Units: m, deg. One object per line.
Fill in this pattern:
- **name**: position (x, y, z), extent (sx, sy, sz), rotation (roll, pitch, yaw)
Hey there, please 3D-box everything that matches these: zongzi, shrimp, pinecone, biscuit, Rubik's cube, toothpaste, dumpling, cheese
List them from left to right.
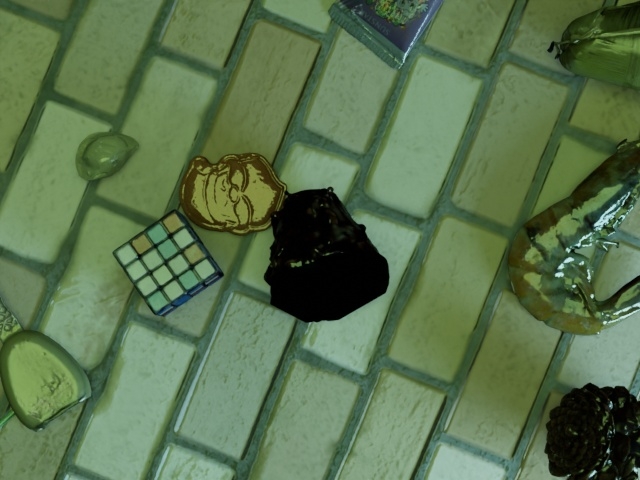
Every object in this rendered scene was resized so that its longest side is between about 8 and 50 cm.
- **cheese**: position (-0.358, 0.131, 1.960), extent (0.097, 0.037, 0.192), rotation (-33, 87, -2)
- **dumpling**: position (-0.264, -0.107, 1.974), extent (0.077, 0.043, 0.059), rotation (-43, 64, 2)
- **Rubik's cube**: position (-0.179, 0.028, 1.936), extent (0.092, 0.092, 0.092), rotation (-34, 86, -1)
- **biscuit**: position (-0.106, -0.057, 1.976), extent (0.130, 0.019, 0.102), rotation (3, 87, 1)
- **toothpaste**: position (0.142, -0.356, 1.971), extent (0.114, 0.073, 0.299), rotation (39, 96, 4)
- **pinecone**: position (0.331, 0.235, 1.894), extent (0.121, 0.140, 0.140), rotation (11, 86, -39)
- **shrimp**: position (0.361, -0.010, 1.950), extent (0.296, 0.058, 0.169), rotation (-41, 93, 2)
- **zongzi**: position (0.389, -0.276, 1.948), extent (0.205, 0.094, 0.204), rotation (14, 76, 4)

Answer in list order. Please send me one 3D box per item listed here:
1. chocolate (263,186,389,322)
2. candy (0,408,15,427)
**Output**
- **chocolate**: position (0.000, 0.000, 1.933), extent (0.156, 0.156, 0.133), rotation (-13, 59, 0)
- **candy**: position (-0.438, 0.271, 1.954), extent (0.201, 0.060, 0.060), rotation (-44, 86, -10)
